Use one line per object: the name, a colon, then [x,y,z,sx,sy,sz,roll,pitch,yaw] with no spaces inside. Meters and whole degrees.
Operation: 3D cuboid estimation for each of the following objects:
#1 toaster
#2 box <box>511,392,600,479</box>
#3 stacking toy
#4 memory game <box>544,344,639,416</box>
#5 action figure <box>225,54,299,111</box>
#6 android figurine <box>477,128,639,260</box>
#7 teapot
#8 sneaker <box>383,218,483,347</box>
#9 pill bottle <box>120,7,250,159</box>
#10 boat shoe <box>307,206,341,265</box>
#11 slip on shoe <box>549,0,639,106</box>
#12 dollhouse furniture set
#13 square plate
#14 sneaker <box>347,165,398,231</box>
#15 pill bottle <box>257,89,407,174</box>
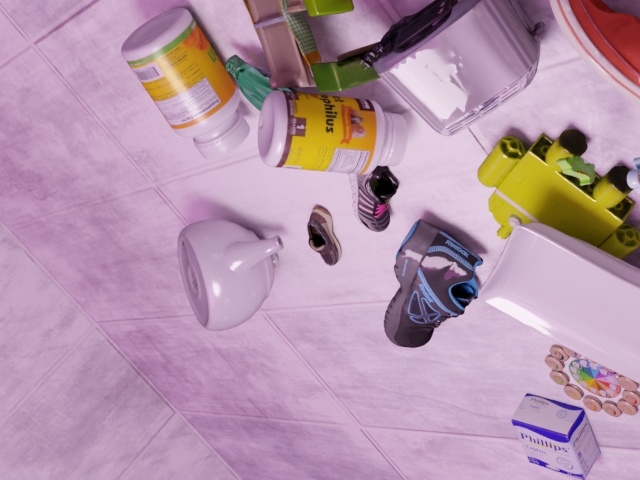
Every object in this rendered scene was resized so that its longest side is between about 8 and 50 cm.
toaster: [0.174,-0.236,1.376,0.227,0.129,0.146,-33,111,30]
box: [0.444,0.370,2.021,0.126,0.072,0.137,10,139,43]
stacking toy: [0.432,-0.064,1.346,0.221,0.052,0.167,22,162,-30]
memory game: [0.475,0.245,1.867,0.186,0.012,0.186,30,150,19]
action figure: [-0.061,-0.237,1.780,0.232,0.063,0.137,34,154,4]
android figurine: [0.343,-0.051,1.564,0.248,0.056,0.273,38,150,3]
teapot: [-0.181,0.063,2.246,0.256,0.187,0.252,-133,34,-52]
sneaker: [0.199,0.108,1.894,0.140,0.125,0.340,26,151,17]
pill bottle: [-0.225,-0.267,1.861,0.136,0.136,0.245,5,136,47]
boat shoe: [0.000,0.000,2.058,0.056,0.049,0.152,20,146,32]
slip on shoe: [0.403,-0.201,1.233,0.331,0.123,0.101,41,125,4]
dollhouse furniture set: [0.012,-0.330,1.559,0.301,0.151,0.197,18,128,67]
square plate: [0.424,0.101,1.609,0.347,0.049,0.344,28,162,8]
sneaker: [0.097,-0.074,1.818,0.075,0.063,0.170,25,144,38]
pill bottle: [0.019,-0.163,1.640,0.215,0.117,0.117,3,159,-19]
